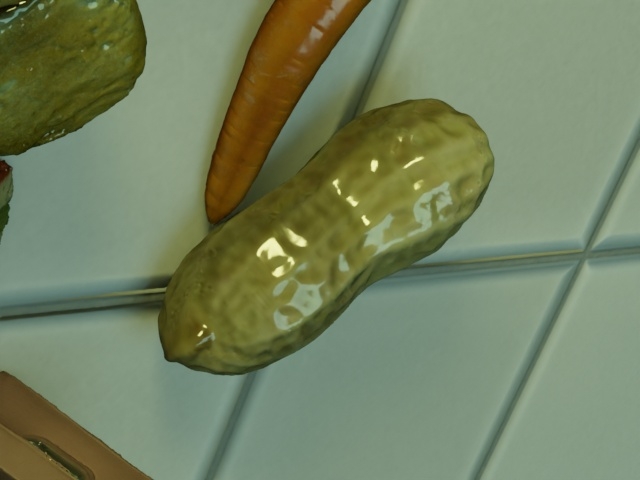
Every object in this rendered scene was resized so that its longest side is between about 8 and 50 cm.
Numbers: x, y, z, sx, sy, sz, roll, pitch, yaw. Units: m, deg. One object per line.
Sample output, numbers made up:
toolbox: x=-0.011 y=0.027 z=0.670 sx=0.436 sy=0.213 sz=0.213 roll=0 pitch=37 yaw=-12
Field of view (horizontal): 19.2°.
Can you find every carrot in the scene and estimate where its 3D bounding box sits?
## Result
carrot: x=-0.027 y=-0.124 z=1.361 sx=0.062 sy=0.066 sz=0.271 roll=30 pitch=106 yaw=-10

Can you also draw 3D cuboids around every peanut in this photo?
peanut: x=0.000 y=0.000 z=1.447 sx=0.298 sy=0.120 sz=0.136 roll=-36 pitch=173 yaw=-11

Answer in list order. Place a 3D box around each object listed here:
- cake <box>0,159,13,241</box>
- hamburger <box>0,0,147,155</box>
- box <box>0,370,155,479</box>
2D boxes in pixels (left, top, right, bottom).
cake: x=-0.298 y=0.012 z=1.209 sx=0.220 sy=0.117 sz=0.086 roll=-58 pitch=166 yaw=-53
hamburger: x=-0.198 y=-0.128 z=1.118 sx=0.185 sy=0.131 sz=0.159 roll=-32 pitch=150 yaw=-12
box: x=-0.204 y=0.232 z=1.370 sx=0.086 sy=0.215 sz=0.215 roll=-29 pitch=141 yaw=-47
